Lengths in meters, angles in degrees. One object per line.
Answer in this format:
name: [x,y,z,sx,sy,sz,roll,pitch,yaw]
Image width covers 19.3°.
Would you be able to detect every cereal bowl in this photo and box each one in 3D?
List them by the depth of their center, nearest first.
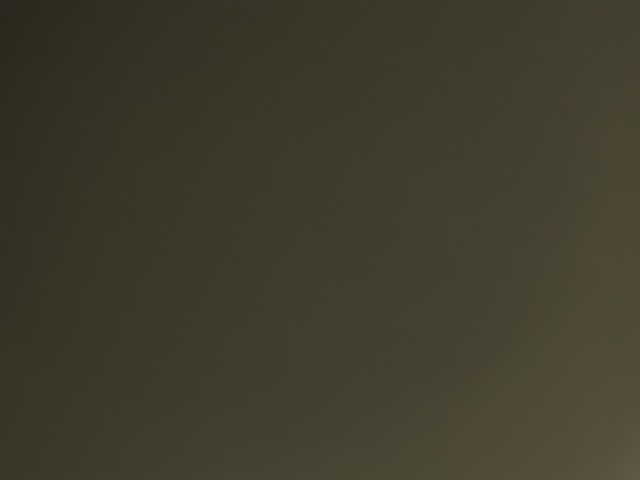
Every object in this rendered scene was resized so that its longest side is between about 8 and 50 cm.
cereal bowl: [0.000,0.000,0.400,0.339,0.141,0.339,-2,106,-8]
